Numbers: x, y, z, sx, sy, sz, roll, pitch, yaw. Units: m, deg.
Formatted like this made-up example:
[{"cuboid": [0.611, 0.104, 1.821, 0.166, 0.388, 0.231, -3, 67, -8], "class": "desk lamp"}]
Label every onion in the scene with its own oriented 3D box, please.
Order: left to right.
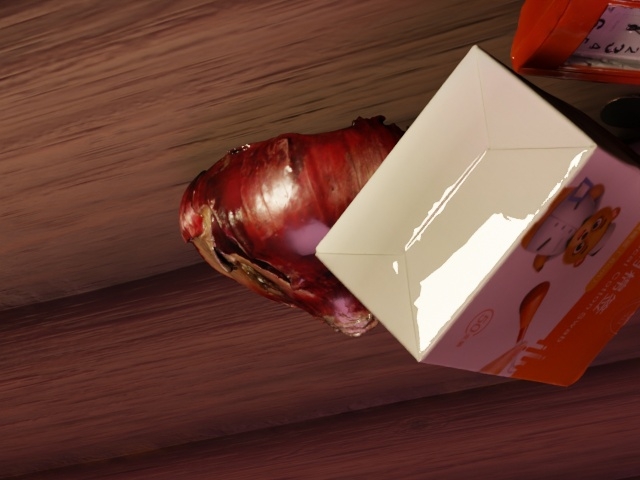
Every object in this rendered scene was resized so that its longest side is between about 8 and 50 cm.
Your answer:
[{"cuboid": [0.000, 0.000, 1.146, 0.272, 0.195, 0.272, -7, 162, -2], "class": "onion"}]

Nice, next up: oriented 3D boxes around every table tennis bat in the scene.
[{"cuboid": [0.310, -0.123, 1.141, 0.083, 0.007, 0.050, 2, 149, -6], "class": "table tennis bat"}]

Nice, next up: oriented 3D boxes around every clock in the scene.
[{"cuboid": [0.249, -0.183, 0.988, 0.155, 0.061, 0.113, 4, 151, -18], "class": "clock"}]

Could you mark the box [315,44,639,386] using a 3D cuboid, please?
[{"cuboid": [0.186, -0.003, 1.051, 0.225, 0.143, 0.341, -52, 149, 14], "class": "box"}]
